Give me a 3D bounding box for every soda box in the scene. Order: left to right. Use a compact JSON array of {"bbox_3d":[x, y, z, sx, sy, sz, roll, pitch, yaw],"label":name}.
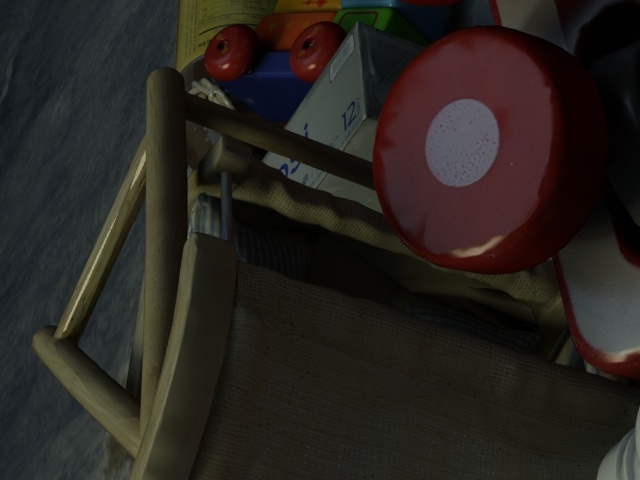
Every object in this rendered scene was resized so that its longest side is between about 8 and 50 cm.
[{"bbox_3d":[0.000,0.000,1.168,0.286,0.098,0.091,-54,28,39],"label":"soda box"}]

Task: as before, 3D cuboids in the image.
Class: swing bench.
[{"bbox_3d":[0.022,0.074,0.825,0.165,0.253,0.254,-64,22,18],"label":"swing bench"}]

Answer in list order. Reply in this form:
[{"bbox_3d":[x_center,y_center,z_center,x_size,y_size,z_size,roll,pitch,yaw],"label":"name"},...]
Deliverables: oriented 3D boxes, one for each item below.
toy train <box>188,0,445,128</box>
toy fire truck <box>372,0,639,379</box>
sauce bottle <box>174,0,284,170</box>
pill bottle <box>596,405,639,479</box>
[{"bbox_3d":[-0.015,-0.148,1.258,0.248,0.105,0.143,6,65,48],"label":"toy train"},{"bbox_3d":[0.156,-0.109,0.760,0.254,0.169,0.302,-26,66,37],"label":"toy fire truck"},{"bbox_3d":[-0.059,-0.119,1.406,0.111,0.111,0.344,-50,30,44],"label":"sauce bottle"},{"bbox_3d":[0.175,0.067,0.682,0.160,0.087,0.087,-50,29,46],"label":"pill bottle"}]
